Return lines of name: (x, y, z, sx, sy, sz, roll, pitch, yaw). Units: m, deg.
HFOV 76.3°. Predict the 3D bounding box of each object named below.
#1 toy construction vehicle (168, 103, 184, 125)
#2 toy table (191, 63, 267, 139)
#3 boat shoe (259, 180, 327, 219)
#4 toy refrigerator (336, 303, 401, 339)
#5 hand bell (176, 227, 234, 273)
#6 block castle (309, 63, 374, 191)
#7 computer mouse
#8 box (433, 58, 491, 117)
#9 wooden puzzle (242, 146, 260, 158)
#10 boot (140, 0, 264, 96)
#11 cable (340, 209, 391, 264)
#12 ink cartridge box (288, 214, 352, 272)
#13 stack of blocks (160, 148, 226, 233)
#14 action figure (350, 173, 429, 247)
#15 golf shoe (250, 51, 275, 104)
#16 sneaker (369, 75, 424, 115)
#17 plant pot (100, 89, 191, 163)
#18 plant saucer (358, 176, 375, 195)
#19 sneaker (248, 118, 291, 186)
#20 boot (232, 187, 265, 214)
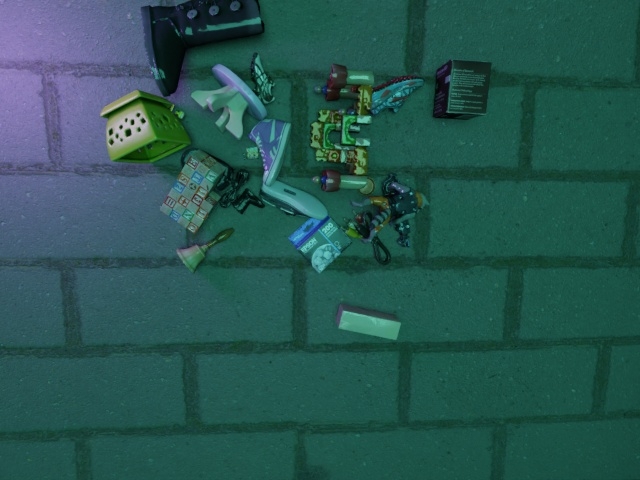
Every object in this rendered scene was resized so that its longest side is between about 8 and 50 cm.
toy construction vehicle: (-0.605, -0.509, 1.662, 0.098, 0.035, 0.086, 25, 96, 0)
toy table: (-0.360, -0.532, 1.586, 0.274, 0.252, 0.161, 40, 79, 14)
boat shoe: (-0.119, -0.152, 1.725, 0.300, 0.108, 0.102, 23, 133, -7)
toy refrigerator: (0.212, 0.369, 1.834, 0.269, 0.102, 0.095, 12, 98, -7)
hand bell: (-0.474, 0.021, 1.734, 0.242, 0.126, 0.126, -35, 100, -10)
block castle: (0.069, -0.419, 1.593, 0.212, 0.303, 0.454, 2, 98, -4)
computer mouse: (-0.449, -0.278, 1.692, 0.272, 0.072, 0.189, 34, 100, -13)
box: (0.574, -0.611, 1.668, 0.166, 0.168, 0.204, 2, 99, -4)
wooden puzzle: (-0.288, -0.370, 1.721, 0.083, 0.006, 0.050, -4, 100, -4)
boot: (-0.426, -0.765, 1.548, 0.444, 0.146, 0.368, -12, 84, -5)
cable: (0.222, -0.019, 1.810, 0.287, 0.072, 0.140, 44, 76, -22)
ink cartridge box: (0.000, 0.000, 1.786, 0.206, 0.045, 0.208, -43, 99, 4)
stack of blocks: (-0.495, -0.192, 1.635, 0.171, 0.087, 0.297, 35, 119, -10)
action figure: (0.319, -0.096, 1.720, 0.329, 0.178, 0.342, -26, 105, -14)
golf shoe: (-0.233, -0.656, 1.652, 0.093, 0.077, 0.199, -9, 107, -14)
sneaker: (0.312, -0.602, 1.700, 0.261, 0.104, 0.125, -20, 120, 0)
plant pot: (-0.675, -0.432, 1.555, 0.226, 0.228, 0.207, -18, 94, 17)
plant saucer: (0.199, -0.237, 1.778, 0.083, 0.013, 0.084, -1, 100, -4)
sneaker: (-0.228, -0.366, 1.670, 0.160, 0.102, 0.283, 14, 77, -3)
boot: (-0.310, -0.153, 1.735, 0.121, 0.045, 0.099, 43, 91, -2)
